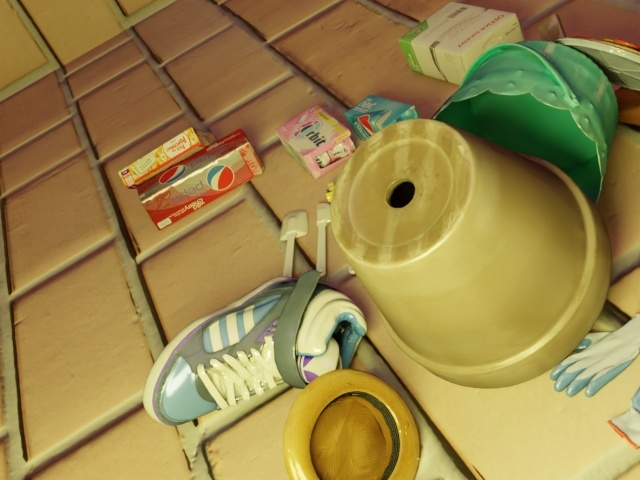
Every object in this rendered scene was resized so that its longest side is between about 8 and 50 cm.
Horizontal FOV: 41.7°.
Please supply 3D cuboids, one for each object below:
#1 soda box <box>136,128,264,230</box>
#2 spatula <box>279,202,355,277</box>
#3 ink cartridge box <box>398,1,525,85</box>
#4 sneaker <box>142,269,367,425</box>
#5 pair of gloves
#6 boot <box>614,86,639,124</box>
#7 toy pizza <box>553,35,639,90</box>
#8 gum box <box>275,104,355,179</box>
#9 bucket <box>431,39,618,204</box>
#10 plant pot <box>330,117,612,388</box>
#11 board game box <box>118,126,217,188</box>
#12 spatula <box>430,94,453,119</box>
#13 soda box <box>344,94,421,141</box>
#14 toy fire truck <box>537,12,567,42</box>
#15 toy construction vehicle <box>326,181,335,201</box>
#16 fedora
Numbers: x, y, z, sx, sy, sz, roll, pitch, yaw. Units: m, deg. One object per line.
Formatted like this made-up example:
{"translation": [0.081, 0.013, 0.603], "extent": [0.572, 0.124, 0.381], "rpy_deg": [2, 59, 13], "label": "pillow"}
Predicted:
{"translation": [-0.257, -0.132, 1.799], "extent": [0.263, 0.083, 0.092], "rpy_deg": [-29, 32, -2], "label": "soda box"}
{"translation": [0.000, 0.000, 1.500], "extent": [0.168, 0.019, 0.242], "rpy_deg": [-13, 35, 12], "label": "spatula"}
{"translation": [0.297, -0.414, 1.769], "extent": [0.160, 0.092, 0.219], "rpy_deg": [-37, 35, -12], "label": "ink cartridge box"}
{"translation": [-0.082, 0.176, 1.215], "extent": [0.323, 0.130, 0.236], "rpy_deg": [-37, 30, -23], "label": "sneaker"}
{"translation": [0.376, 0.158, 1.010], "extent": [0.159, 0.023, 0.198], "rpy_deg": [-34, 34, -9], "label": "pair of gloves"}
{"translation": [0.521, -0.190, 1.309], "extent": [0.264, 0.096, 0.280], "rpy_deg": [-38, 33, -10], "label": "boot"}
{"translation": [0.452, -0.274, 1.278], "extent": [0.201, 0.201, 0.032], "rpy_deg": [27, 97, 51], "label": "toy pizza"}
{"translation": [-0.008, -0.204, 1.735], "extent": [0.107, 0.062, 0.188], "rpy_deg": [-32, 33, -6], "label": "gum box"}
{"translation": [0.307, -0.155, 1.271], "extent": [0.281, 0.281, 0.183], "rpy_deg": [-1, 38, 35], "label": "bucket"}
{"translation": [0.162, -0.003, 1.051], "extent": [0.323, 0.280, 0.323], "rpy_deg": [-16, 60, 31], "label": "plant pot"}
{"translation": [-0.332, -0.179, 1.863], "extent": [0.193, 0.045, 0.147], "rpy_deg": [-30, -4, 11], "label": "board game box"}
{"translation": [0.211, -0.205, 1.609], "extent": [0.084, 0.030, 0.296], "rpy_deg": [6, 46, 39], "label": "spatula"}
{"translation": [0.125, -0.228, 1.633], "extent": [0.071, 0.067, 0.210], "rpy_deg": [-37, 23, -8], "label": "soda box"}
{"translation": [0.367, -0.279, 1.494], "extent": [0.217, 0.158, 0.246], "rpy_deg": [-12, 23, 36], "label": "toy fire truck"}
{"translation": [0.052, -0.092, 1.548], "extent": [0.086, 0.035, 0.098], "rpy_deg": [-19, 30, 3], "label": "toy construction vehicle"}
{"translation": [0.030, 0.258, 1.042], "extent": [0.194, 0.194, 0.079], "rpy_deg": [-55, 5, -35], "label": "fedora"}
